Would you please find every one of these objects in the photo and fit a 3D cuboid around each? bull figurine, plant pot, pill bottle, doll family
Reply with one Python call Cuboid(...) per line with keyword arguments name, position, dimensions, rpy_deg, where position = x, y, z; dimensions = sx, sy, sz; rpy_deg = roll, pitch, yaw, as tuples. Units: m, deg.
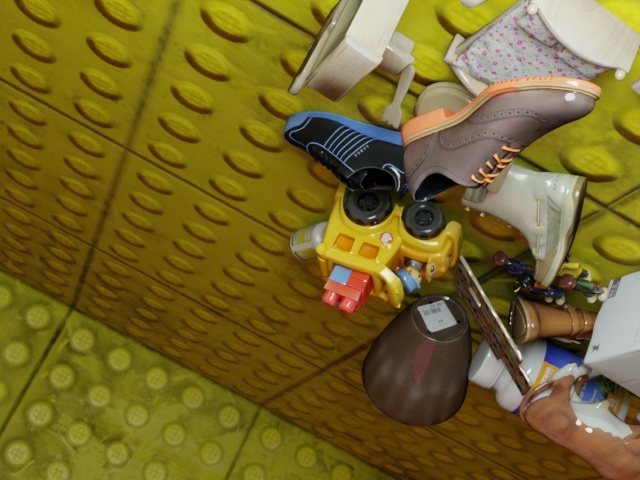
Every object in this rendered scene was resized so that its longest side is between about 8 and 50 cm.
Cuboid(name="bull figurine", position=(0.501, 0.331, 1.768), dimensions=(0.310, 0.101, 0.188), rpy_deg=(29, 114, -3))
Cuboid(name="plant pot", position=(0.202, 0.208, 1.965), dimensions=(0.215, 0.215, 0.230), rpy_deg=(22, 143, 8))
Cuboid(name="pill bottle", position=(0.418, 0.267, 1.896), dimensions=(0.272, 0.152, 0.152), rpy_deg=(26, 157, -1))
Cuboid(name="doll family", position=(0.351, 0.054, 1.609), dimensions=(0.111, 0.076, 0.193), rpy_deg=(19, 160, -38))
Cuboid(name="pill bottle", position=(0.000, 0.000, 1.869), dimensions=(0.065, 0.065, 0.116), rpy_deg=(36, 155, -24))

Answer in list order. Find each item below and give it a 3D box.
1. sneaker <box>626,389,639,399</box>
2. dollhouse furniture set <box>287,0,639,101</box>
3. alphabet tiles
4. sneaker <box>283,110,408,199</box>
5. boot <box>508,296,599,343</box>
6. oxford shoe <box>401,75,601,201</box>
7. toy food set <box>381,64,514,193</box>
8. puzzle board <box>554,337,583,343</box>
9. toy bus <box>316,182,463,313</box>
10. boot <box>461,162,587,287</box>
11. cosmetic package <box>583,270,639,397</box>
Cuboid(name="sneaker", position=(0.570, 0.231, 1.701), dimensions=(0.302, 0.121, 0.108), rpy_deg=(35, 154, -25))
Cuboid(name="dollhouse furniture set", position=(0.176, -0.169, 1.193), dimensions=(0.355, 0.174, 0.303), rpy_deg=(32, 157, -13))
Cuboid(name="alphabet tiles", position=(0.291, 0.151, 1.738), dimensions=(0.237, 0.009, 0.198), rpy_deg=(62, 176, 17))
Cuboid(name="sneaker", position=(0.038, -0.126, 1.528), dimensions=(0.232, 0.090, 0.081), rpy_deg=(14, 155, 24))
Cuboid(name="boot", position=(0.390, 0.133, 1.676), dimensions=(0.152, 0.073, 0.197), rpy_deg=(7, -173, 7))
Cuboid(name="oxford shoe", position=(0.196, -0.107, 1.129), dimensions=(0.097, 0.098, 0.271), rpy_deg=(12, 162, -33))
Cuboid(name="toy food set", position=(0.183, -0.158, 1.373), dimensions=(0.192, 0.038, 0.132), rpy_deg=(35, 143, 11))
Cuboid(name="puzzle board", position=(0.399, 0.160, 1.810), dimensions=(0.128, 0.011, 0.096), rpy_deg=(17, -175, 19))
Cuboid(name="toy bus", position=(0.098, 0.036, 1.663), dimensions=(0.220, 0.211, 0.149), rpy_deg=(18, 154, 14))
Cuboid(name="boot", position=(0.284, -0.032, 1.475), dimensions=(0.165, 0.077, 0.213), rpy_deg=(19, 142, 16))
Cuboid(name="cosmetic package", position=(0.528, 0.151, 1.539), dimensions=(0.183, 0.151, 0.151), rpy_deg=(31, 156, -14))
